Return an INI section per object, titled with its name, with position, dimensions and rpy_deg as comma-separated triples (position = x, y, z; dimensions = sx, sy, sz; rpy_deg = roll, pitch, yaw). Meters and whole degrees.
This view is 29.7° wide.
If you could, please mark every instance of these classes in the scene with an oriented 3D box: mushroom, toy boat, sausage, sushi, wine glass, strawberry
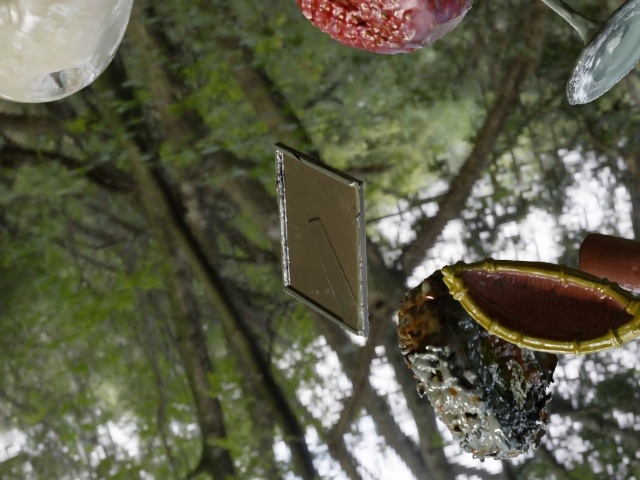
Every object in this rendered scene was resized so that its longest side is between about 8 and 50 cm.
[mushroom]
position = -0.271, -0.328, 1.206
dimensions = 0.353, 0.325, 0.353
rpy_deg = -6, -121, 9
[toy boat]
position = 0.332, 0.094, 1.755
dimensions = 0.318, 0.099, 0.141
rpy_deg = 13, -108, 25
[sausage]
position = 0.673, 0.053, 2.558
dimensions = 0.113, 0.113, 0.259
rpy_deg = -27, -156, -33
[sushi]
position = 0.321, 0.255, 2.433
dimensions = 0.176, 0.417, 0.417
rpy_deg = -30, -173, 34
[wine glass]
position = 0.308, -0.406, 1.857
dimensions = 0.267, 0.267, 0.406
rpy_deg = -29, -121, -36
[strawberry]
position = 0.079, -0.347, 1.325
dimensions = 0.238, 0.288, 0.250
rpy_deg = -19, 158, -12

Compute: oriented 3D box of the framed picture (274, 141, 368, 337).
[framed picture]
position = 0.000, 0.000, 1.911
dimensions = 0.019, 0.281, 0.209
rpy_deg = -25, -142, -33
